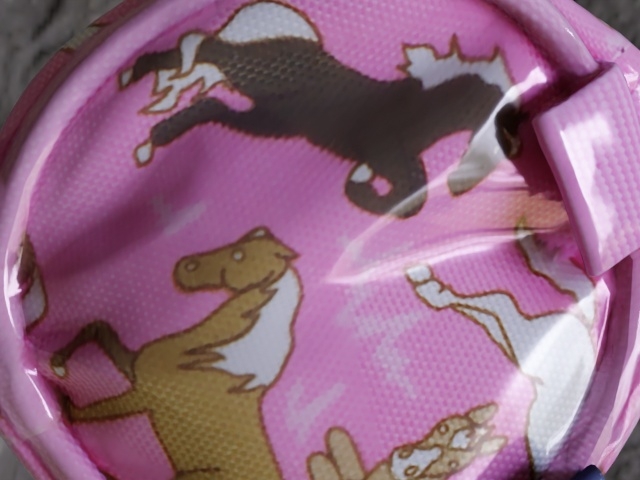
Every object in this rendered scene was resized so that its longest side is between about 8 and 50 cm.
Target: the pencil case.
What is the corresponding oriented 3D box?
[{"bbox_3d":[0.000,0.000,0.601,0.167,0.160,0.386,29,1,-3],"label":"pencil case"}]
